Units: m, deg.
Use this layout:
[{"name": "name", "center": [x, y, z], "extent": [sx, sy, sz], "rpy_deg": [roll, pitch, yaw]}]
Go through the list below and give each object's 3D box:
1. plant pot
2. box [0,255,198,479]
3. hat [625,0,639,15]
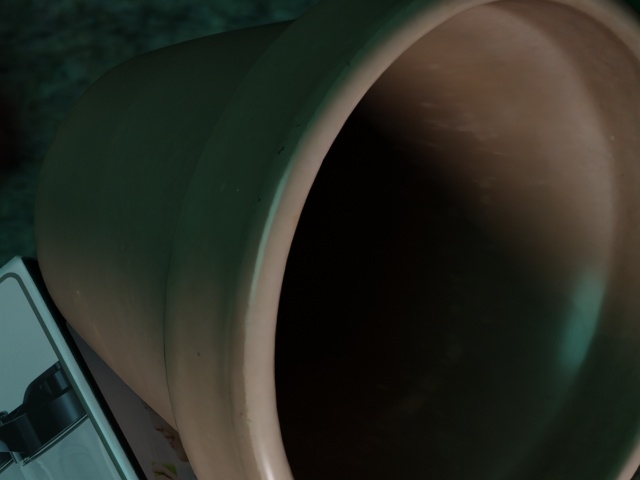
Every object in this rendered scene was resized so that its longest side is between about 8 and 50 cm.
[{"name": "plant pot", "center": [0.000, 0.000, 0.795], "extent": [0.229, 0.263, 0.263], "rpy_deg": [17, 90, 47]}, {"name": "box", "center": [-0.121, 0.172, 0.899], "extent": [0.169, 0.087, 0.290], "rpy_deg": [-37, 68, 18]}, {"name": "hat", "center": [0.153, -0.119, 0.746], "extent": [0.208, 0.183, 0.173], "rpy_deg": [44, 101, 26]}]
